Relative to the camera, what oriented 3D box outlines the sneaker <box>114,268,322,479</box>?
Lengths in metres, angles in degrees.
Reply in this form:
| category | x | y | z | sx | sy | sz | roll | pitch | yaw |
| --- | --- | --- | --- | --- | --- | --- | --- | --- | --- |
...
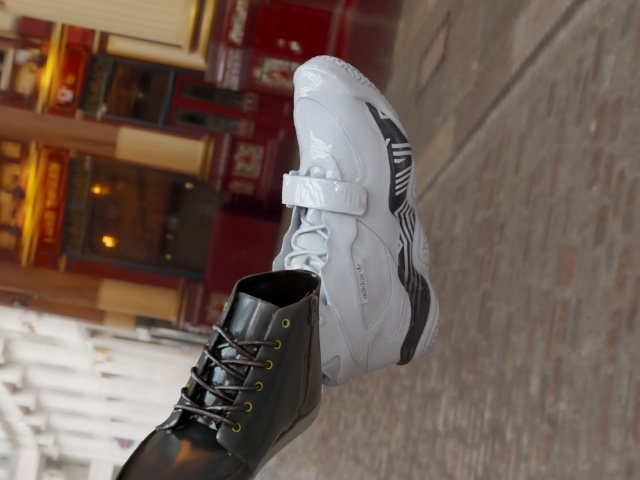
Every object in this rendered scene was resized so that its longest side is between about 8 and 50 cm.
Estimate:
| category | x | y | z | sx | sy | sz | roll | pitch | yaw |
| --- | --- | --- | --- | --- | --- | --- | --- | --- | --- |
| sneaker | -0.071 | 0.104 | 0.712 | 0.222 | 0.083 | 0.118 | -41 | -39 | -53 |

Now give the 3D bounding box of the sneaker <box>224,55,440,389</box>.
| category | x | y | z | sx | sy | sz | roll | pitch | yaw |
| --- | --- | --- | --- | --- | --- | --- | --- | --- | --- |
| sneaker | 0.000 | 0.000 | 1.153 | 0.137 | 0.210 | 0.366 | 7 | 118 | 50 |
